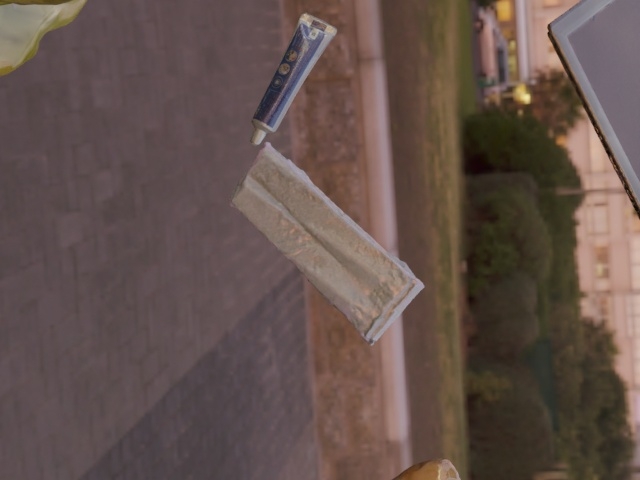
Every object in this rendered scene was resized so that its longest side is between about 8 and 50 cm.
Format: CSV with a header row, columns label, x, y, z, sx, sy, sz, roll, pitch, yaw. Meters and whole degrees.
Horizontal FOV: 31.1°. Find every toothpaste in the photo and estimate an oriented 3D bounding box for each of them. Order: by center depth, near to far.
label,x,y,z,sx,sy,sz,roll,pitch,yaw
toothpaste,-0.045,-0.217,1.570,0.197,0.057,0.035,-62,173,-6

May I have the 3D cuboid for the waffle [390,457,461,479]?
label,x,y,z,sx,sy,sz,roll,pitch,yaw
waffle,-0.030,0.307,0.802,0.114,0.376,0.261,60,2,27

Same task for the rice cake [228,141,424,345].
label,x,y,z,sx,sy,sz,roll,pitch,yaw
rice cake,0.000,0.000,1.180,0.226,0.085,0.040,44,5,10

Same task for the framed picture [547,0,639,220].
label,x,y,z,sx,sy,sz,roll,pitch,yaw
framed picture,0.306,-0.140,1.009,0.274,0.017,0.217,-36,101,-41

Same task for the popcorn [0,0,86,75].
label,x,y,z,sx,sy,sz,roll,pitch,yaw
popcorn,-0.191,-0.172,0.376,0.312,0.312,0.312,-3,90,-81
